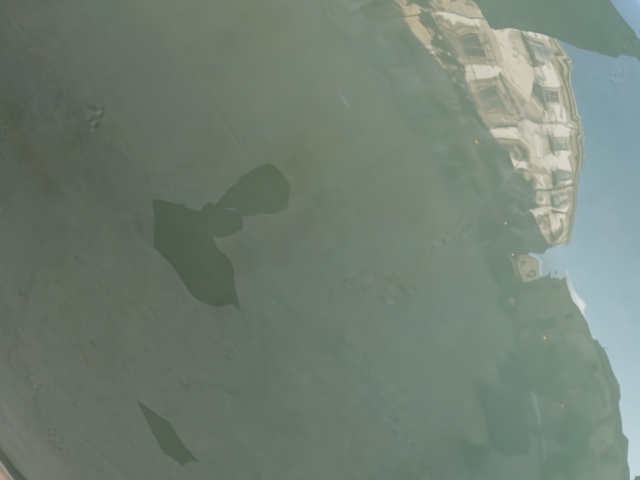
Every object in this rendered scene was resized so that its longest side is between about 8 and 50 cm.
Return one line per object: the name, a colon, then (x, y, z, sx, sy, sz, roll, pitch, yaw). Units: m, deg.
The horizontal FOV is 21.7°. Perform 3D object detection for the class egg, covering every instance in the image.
egg: (0.000, 0.000, 0.590, 0.389, 0.276, 0.276, 50, -39, -7)
